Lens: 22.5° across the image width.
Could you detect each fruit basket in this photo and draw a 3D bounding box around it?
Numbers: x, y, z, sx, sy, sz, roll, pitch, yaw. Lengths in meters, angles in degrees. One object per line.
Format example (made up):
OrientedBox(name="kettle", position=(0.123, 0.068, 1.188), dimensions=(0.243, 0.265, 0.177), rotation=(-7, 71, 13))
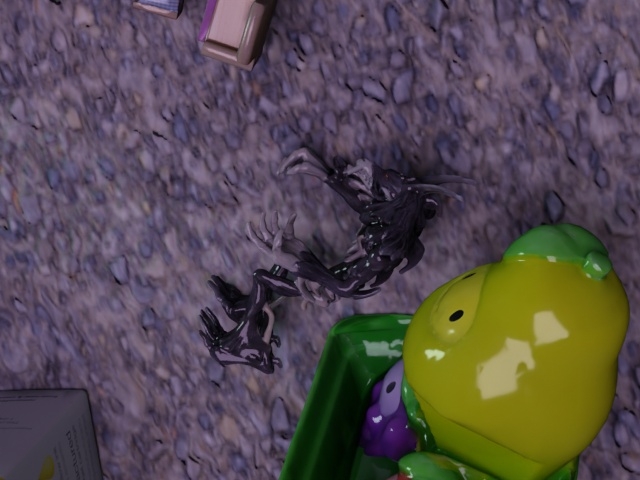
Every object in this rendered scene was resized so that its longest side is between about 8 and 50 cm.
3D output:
OrientedBox(name="fruit basket", position=(0.112, 0.150, 1.335), dimensions=(0.282, 0.392, 0.392), rotation=(2, 107, 12))

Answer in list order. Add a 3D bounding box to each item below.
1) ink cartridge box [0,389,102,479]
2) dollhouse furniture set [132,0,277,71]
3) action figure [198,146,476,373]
OrientedBox(name="ink cartridge box", position=(-0.328, 0.337, 1.482), dimensions=(0.160, 0.385, 0.279), rotation=(-3, 106, 13))
OrientedBox(name="dollhouse furniture set", position=(-0.161, -0.314, 1.315), dimensions=(0.303, 0.198, 0.286), rotation=(18, 105, 0))
OrientedBox(name="action figure", position=(0.000, 0.000, 1.429), dimensions=(0.275, 0.164, 0.141), rotation=(-39, 100, 26))
